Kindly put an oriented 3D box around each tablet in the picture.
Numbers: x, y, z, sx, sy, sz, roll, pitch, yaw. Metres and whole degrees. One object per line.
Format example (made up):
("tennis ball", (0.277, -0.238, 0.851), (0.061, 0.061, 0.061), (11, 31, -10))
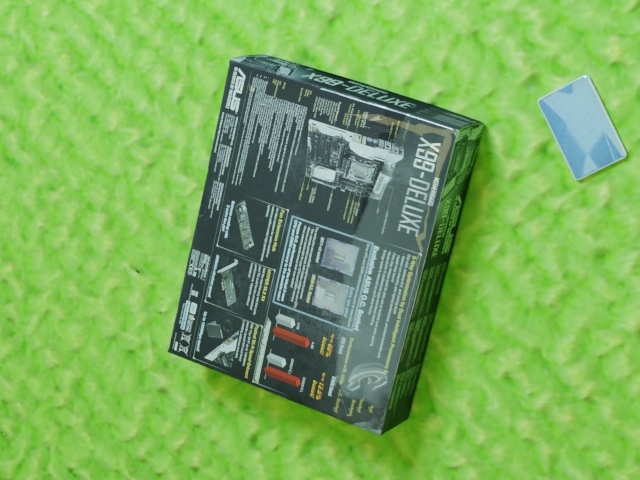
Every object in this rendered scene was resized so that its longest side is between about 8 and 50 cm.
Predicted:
("tablet", (0.235, -0.101, 1.425), (0.054, 0.006, 0.083), (-27, 86, 26))

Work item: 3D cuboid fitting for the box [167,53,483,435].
("box", (0.000, 0.000, 1.515), (0.243, 0.076, 0.307), (19, 105, 22))
